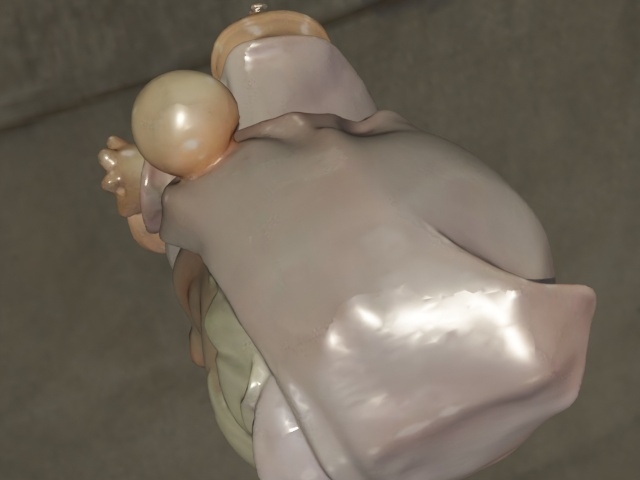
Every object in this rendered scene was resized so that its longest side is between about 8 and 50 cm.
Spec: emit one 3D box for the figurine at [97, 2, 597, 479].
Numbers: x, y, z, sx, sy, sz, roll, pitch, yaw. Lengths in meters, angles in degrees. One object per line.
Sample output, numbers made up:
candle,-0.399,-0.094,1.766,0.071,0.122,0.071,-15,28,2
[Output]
figurine,0.000,0.000,0.673,0.133,0.276,0.200,-31,123,-3
